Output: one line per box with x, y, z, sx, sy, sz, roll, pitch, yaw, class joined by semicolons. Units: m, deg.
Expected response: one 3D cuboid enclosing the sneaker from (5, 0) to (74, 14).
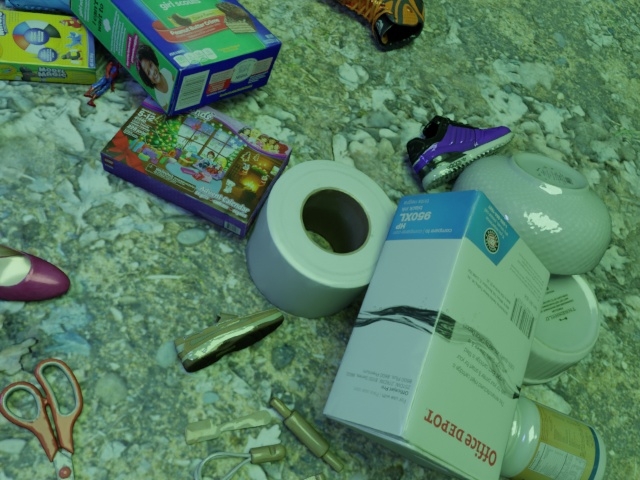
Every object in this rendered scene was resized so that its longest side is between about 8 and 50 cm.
-0.562;-0.478;1.135;0.209;0.069;0.082;20;92;-21;sneaker

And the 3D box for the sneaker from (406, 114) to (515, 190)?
0.315;-0.232;1.317;0.293;0.102;0.146;-26;76;-29;sneaker

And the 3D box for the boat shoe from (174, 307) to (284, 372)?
-0.155;0.149;0.976;0.189;0.068;0.072;-21;63;-28;boat shoe

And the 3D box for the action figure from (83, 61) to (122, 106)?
-0.413;-0.309;1.115;0.030;0.038;0.115;15;60;12;action figure

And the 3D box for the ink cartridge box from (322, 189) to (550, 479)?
0.207;0.160;0.944;0.285;0.166;0.395;39;64;-37;ink cartridge box

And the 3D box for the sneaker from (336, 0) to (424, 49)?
0.119;-0.577;1.398;0.320;0.125;0.180;7;62;-18;sneaker

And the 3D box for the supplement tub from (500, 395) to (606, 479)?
0.381;0.364;1.025;0.199;0.144;0.144;24;59;-8;supplement tub

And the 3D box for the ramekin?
0.434;0.143;1.164;0.272;0.127;0.273;9;62;-17;ramekin

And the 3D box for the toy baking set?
-0.087;0.355;0.918;0.196;0.030;0.256;-38;83;-31;toy baking set

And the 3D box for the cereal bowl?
0.442;-0.084;1.187;0.338;0.141;0.339;11;31;-7;cereal bowl

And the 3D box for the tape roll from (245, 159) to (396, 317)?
0.000;0.000;1.044;0.246;0.169;0.246;8;63;-16;tape roll

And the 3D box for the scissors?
-0.365;0.315;0.837;0.109;0.021;0.297;-25;75;-31;scissors

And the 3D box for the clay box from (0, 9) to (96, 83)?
-0.543;-0.365;1.083;0.221;0.053;0.128;-3;66;-23;clay box

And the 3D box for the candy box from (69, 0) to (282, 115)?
-0.280;-0.418;1.126;0.317;0.122;0.268;45;46;12;candy box

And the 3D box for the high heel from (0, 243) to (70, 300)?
-0.505;0.023;0.870;0.244;0.117;0.082;22;59;-9;high heel

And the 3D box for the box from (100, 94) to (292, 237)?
-0.226;-0.155;1.079;0.293;0.057;0.201;26;58;1;box
